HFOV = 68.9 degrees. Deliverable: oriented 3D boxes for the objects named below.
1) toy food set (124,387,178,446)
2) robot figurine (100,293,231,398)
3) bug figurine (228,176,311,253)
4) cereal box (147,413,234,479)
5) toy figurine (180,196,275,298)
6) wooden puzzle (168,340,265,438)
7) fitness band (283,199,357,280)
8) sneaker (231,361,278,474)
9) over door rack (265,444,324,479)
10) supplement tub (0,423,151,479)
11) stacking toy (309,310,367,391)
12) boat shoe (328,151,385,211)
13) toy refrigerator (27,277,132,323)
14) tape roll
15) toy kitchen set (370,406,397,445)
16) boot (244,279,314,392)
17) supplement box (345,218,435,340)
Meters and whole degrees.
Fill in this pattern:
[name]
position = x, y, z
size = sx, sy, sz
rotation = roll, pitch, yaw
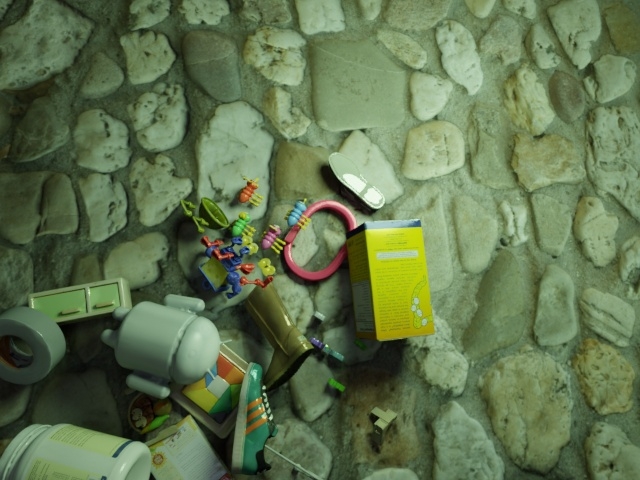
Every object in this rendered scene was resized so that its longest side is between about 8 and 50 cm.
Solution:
[toy food set]
position = -0.510, 0.501, 1.383
size = 0.132, 0.038, 0.192
rotation = -27, 67, -9
[robot figurine]
position = -0.447, 0.299, 1.365
size = 0.353, 0.200, 0.300
rotation = 15, 68, 8
[bug figurine]
position = -0.183, -0.083, 1.538
size = 0.279, 0.072, 0.216
rotation = 25, 81, 15
[cereal box]
position = -0.392, 0.668, 1.378
size = 0.173, 0.047, 0.240
rotation = -35, 83, -14
[toy figurine]
position = -0.339, 0.064, 1.461
size = 0.362, 0.191, 0.217
rotation = 49, 117, 14
[wooden puzzle]
position = -0.319, 0.450, 1.441
size = 0.238, 0.044, 0.221
rotation = 38, 76, 3
[fitness band]
position = 0.000, 0.000, 1.587
size = 0.209, 0.054, 0.291
rotation = 36, 76, 0
[sneaker]
position = -0.180, 0.510, 1.349
size = 0.121, 0.108, 0.302
rotation = 6, 67, -5
[over door rack]
position = -0.157, 0.729, 1.343
size = 0.324, 0.108, 0.239
rotation = 29, 60, 9
[supplement tub]
position = -0.652, 0.630, 1.247
size = 0.324, 0.235, 0.236
rotation = 11, 75, 6
[stacking toy]
position = 0.022, 0.354, 1.506
size = 0.221, 0.052, 0.167
rotation = 34, 77, 0
[boat shoe]
position = 0.120, -0.201, 1.632
size = 0.254, 0.079, 0.095
rotation = 41, 73, 1
[toy refrigerator]
position = -0.731, 0.192, 1.428
size = 0.269, 0.094, 0.102
rotation = -10, 78, -10
[tape roll]
position = -0.858, 0.302, 1.341
size = 0.219, 0.072, 0.219
rotation = 1, 109, 3
[toy kitchen set]
position = 0.190, 0.583, 1.482
size = 0.068, 0.075, 0.083
rotation = 23, 32, 36
[boot]
position = -0.158, 0.299, 1.461
size = 0.236, 0.089, 0.269
rotation = -49, 61, 18
[supplement box]
position = 0.214, 0.128, 1.482
size = 0.195, 0.194, 0.357
rotation = -3, 82, -15
